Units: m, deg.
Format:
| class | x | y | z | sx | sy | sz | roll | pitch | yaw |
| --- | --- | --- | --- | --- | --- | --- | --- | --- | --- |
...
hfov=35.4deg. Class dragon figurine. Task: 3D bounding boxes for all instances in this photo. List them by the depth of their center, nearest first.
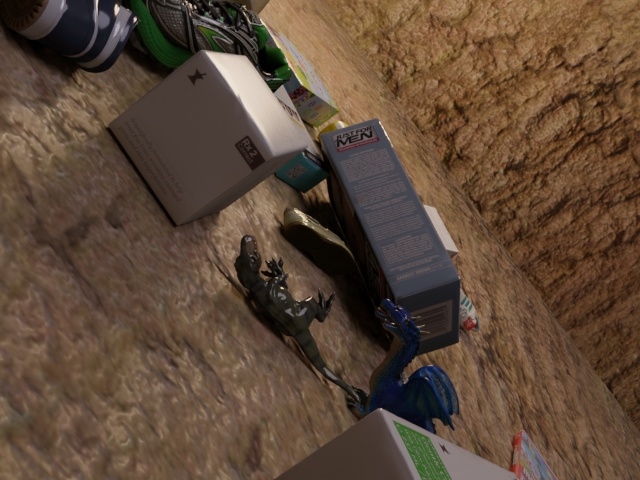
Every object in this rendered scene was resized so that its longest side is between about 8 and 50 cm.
| class | x | y | z | sx | sy | sz | roll | pitch | yaw |
| --- | --- | --- | --- | --- | --- | --- | --- | --- | --- |
| dragon figurine | 0.134 | 0.220 | 1.330 | 0.289 | 0.144 | 0.085 | 55 | 15 | 0 |

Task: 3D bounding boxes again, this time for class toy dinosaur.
| class | x | y | z | sx | sy | sz | roll | pitch | yaw |
| --- | --- | --- | --- | --- | --- | --- | --- | --- | --- |
| toy dinosaur | -0.032 | 0.087 | 1.279 | 0.268 | 0.064 | 0.118 | 51 | 22 | -23 |

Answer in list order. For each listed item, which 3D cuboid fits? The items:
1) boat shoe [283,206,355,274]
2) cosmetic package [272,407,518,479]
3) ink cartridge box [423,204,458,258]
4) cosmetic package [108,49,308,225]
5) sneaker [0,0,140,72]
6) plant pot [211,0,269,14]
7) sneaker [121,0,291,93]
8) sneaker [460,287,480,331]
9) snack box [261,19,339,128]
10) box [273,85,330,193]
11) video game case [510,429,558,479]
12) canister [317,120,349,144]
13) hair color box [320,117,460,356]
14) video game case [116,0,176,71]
| class | x | y | z | sx | sy | sz | roll | pitch | yaw |
| --- | --- | --- | --- | --- | --- | --- | --- | --- | --- |
| boat shoe | -0.002 | 0.001 | 1.555 | 0.153 | 0.056 | 0.048 | 34 | 30 | -37 |
| cosmetic package | 0.123 | 0.330 | 1.053 | 0.365 | 0.155 | 0.197 | 33 | 25 | -53 |
| ink cartridge box | 0.241 | -0.027 | 2.416 | 0.179 | 0.045 | 0.145 | 10 | 45 | -44 |
| cosmetic package | -0.132 | -0.129 | 1.239 | 0.151 | 0.151 | 0.184 | 55 | 15 | 1 |
| sneaker | -0.307 | -0.320 | 1.203 | 0.153 | 0.099 | 0.282 | 30 | 36 | -48 |
| plant pot | -0.168 | -0.497 | 1.795 | 0.256 | 0.256 | 0.274 | 44 | 34 | -36 |
| sneaker | -0.169 | -0.316 | 1.462 | 0.343 | 0.146 | 0.134 | 36 | 30 | -52 |
| sneaker | 0.304 | 0.152 | 2.161 | 0.161 | 0.057 | 0.075 | 38 | 17 | -55 |
| snack box | -0.062 | -0.337 | 2.051 | 0.174 | 0.070 | 0.207 | 60 | 14 | 17 |
| box | -0.075 | -0.204 | 1.746 | 0.100 | 0.060 | 0.244 | 31 | 29 | -58 |
| video game case | 0.424 | 0.487 | 1.885 | 0.204 | 0.025 | 0.285 | 56 | 15 | 1 |
| canister | 0.072 | -0.155 | 2.071 | 0.170 | 0.073 | 0.126 | 60 | 16 | 22 |
| hair color box | 0.114 | -0.008 | 1.687 | 0.185 | 0.114 | 0.374 | 82 | -11 | -51 |
| video game case | -0.260 | -0.324 | 1.516 | 0.143 | 0.019 | 0.157 | 62 | 16 | 22 |
